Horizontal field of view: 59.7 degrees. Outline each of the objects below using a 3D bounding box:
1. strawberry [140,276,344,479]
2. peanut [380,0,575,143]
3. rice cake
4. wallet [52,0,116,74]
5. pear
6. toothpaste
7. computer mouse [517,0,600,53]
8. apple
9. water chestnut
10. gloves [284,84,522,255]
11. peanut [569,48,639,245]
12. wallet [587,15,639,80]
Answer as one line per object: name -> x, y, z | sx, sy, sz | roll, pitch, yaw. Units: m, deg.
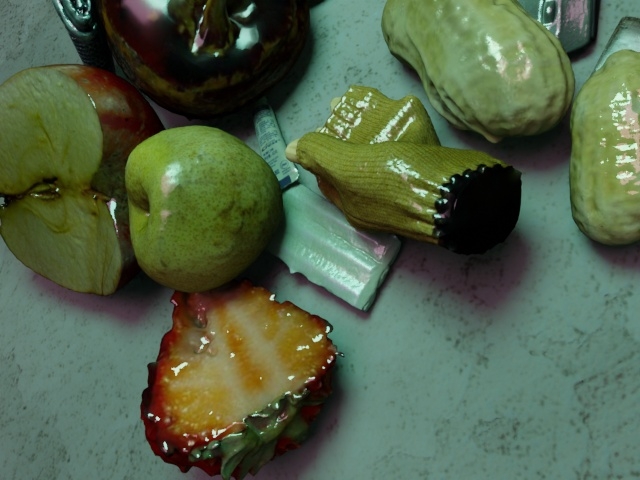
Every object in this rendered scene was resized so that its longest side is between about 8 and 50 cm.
strawberry -> -0.124, 0.195, 0.757 | 0.280, 0.150, 0.253 | 24, 53, 36
peanut -> 0.199, -0.262, 0.747 | 0.158, 0.174, 0.340 | -24, 63, -2
rice cake -> 0.000, 0.000, 0.821 | 0.237, 0.043, 0.127 | 30, 89, 31
wallet -> -0.422, -0.402, 0.976 | 0.075, 0.342, 0.237 | -17, 87, -15
pear -> -0.158, -0.045, 0.784 | 0.188, 0.211, 0.229 | 1, 96, 54
toothpaste -> -0.082, -0.163, 0.905 | 0.062, 0.037, 0.216 | -32, 52, 19
computer mouse -> 0.323, -0.352, 0.772 | 0.126, 0.071, 0.231 | 7, 77, 27
apple -> -0.402, -0.092, 0.901 | 0.364, 0.295, 0.329 | -3, 65, 33
water chestnut -> -0.179, -0.374, 0.864 | 0.350, 0.302, 0.351 | 0, 91, -11
gloves -> 0.090, -0.087, 0.731 | 0.203, 0.155, 0.356 | -19, 40, -26
peanut -> 0.352, -0.106, 0.635 | 0.129, 0.129, 0.224 | 4, 94, 26
wallet -> 0.449, -0.186, 0.671 | 0.230, 0.042, 0.124 | 31, 97, 28
